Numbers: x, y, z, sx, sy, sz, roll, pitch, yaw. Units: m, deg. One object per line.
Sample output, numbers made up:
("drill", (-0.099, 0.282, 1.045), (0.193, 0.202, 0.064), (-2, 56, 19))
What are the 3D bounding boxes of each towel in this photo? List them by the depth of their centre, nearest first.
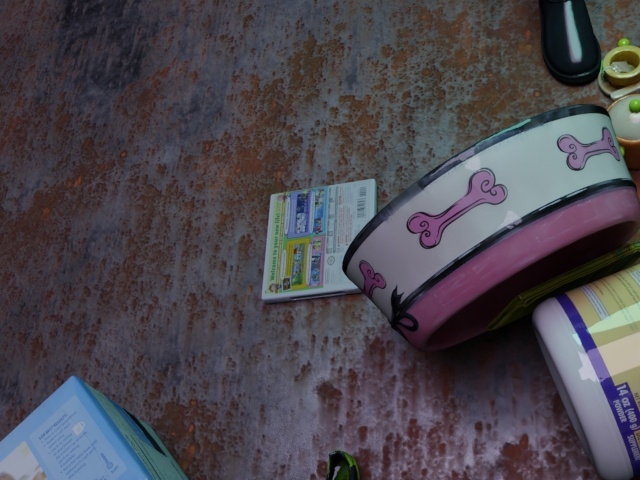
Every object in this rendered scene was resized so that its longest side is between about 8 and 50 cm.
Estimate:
("towel", (0.340, 0.063, 1.184), (0.237, 0.102, 0.021), (-20, 66, -25))

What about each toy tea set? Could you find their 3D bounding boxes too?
("toy tea set", (0.531, -0.258, 1.354), (0.200, 0.124, 0.336), (-10, 56, 17))

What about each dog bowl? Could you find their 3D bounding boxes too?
("dog bowl", (0.241, 0.003, 1.158), (0.408, 0.408, 0.150), (-30, 71, 2))

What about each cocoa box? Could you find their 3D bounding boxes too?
("cocoa box", (-0.369, 0.414, 1.227), (0.347, 0.228, 0.231), (-43, 53, -8))

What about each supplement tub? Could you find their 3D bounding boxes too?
("supplement tub", (0.454, 0.131, 1.064), (0.331, 0.241, 0.241), (-23, 53, 8))

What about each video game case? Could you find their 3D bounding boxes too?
("video game case", (0.000, 0.000, 1.471), (0.193, 0.023, 0.212), (-8, 57, 17))

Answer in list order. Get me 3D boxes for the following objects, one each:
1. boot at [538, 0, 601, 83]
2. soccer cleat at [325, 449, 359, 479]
("boot", (0.402, -0.413, 1.456), (0.094, 0.207, 0.246), (-12, 56, 15))
("soccer cleat", (0.027, 0.375, 1.187), (0.060, 0.072, 0.179), (-12, 56, 15))
